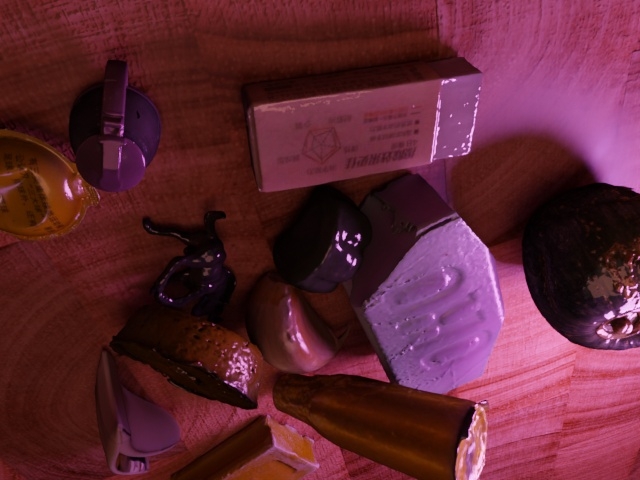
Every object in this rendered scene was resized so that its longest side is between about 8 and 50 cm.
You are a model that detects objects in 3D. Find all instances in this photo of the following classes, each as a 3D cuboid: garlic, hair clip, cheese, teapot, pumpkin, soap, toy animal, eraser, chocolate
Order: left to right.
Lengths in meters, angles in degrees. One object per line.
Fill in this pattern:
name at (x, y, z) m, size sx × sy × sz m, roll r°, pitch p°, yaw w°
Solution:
cheese at (-0.440, -0.067, 0.718) m, size 0.270 × 0.069 × 0.177 m, roll -5°, pitch 127°, yaw 0°
teapot at (-0.252, -0.136, 0.672) m, size 0.116 × 0.146 × 0.148 m, roll 32°, pitch 112°, yaw -34°
hair clip at (-0.371, 0.357, 1.025) m, size 0.113 × 0.173 × 0.282 m, roll -29°, pitch 142°, yaw -4°
toy animal at (-0.208, 0.044, 0.884) m, size 0.147 × 0.084 × 0.233 m, roll -10°, pitch 129°, yaw -24°
soap at (-0.181, 0.559, 1.278) m, size 0.314 × 0.091 × 0.199 m, roll -36°, pitch 127°, yaw 11°
garlic at (-0.044, 0.167, 1.002) m, size 0.164 × 0.145 × 0.245 m, roll -53°, pitch 133°, yaw -14°
eraser at (0.062, -0.174, 0.786) m, size 0.342 × 0.078 × 0.144 m, roll -11°, pitch 130°, yaw -11°
chocolate at (0.091, 0.329, 1.015) m, size 0.444 × 0.162 × 0.162 m, roll 5°, pitch 143°, yaw 38°
soap at (0.191, 0.101, 0.992) m, size 0.261 × 0.156 × 0.446 m, roll -24°, pitch 129°, yaw 2°
pumpkin at (0.532, 0.045, 0.988) m, size 0.291 × 0.258 × 0.328 m, roll -20°, pitch 136°, yaw 16°

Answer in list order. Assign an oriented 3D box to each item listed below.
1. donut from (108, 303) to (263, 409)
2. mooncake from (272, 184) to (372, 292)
donut at (-0.213, 0.190, 0.905) m, size 0.271 × 0.107 × 0.272 m, roll 17°, pitch 154°, yaw 8°
mooncake at (0.000, 0.000, 0.879) m, size 0.104 × 0.169 × 0.175 m, roll 18°, pitch 153°, yaw -40°
